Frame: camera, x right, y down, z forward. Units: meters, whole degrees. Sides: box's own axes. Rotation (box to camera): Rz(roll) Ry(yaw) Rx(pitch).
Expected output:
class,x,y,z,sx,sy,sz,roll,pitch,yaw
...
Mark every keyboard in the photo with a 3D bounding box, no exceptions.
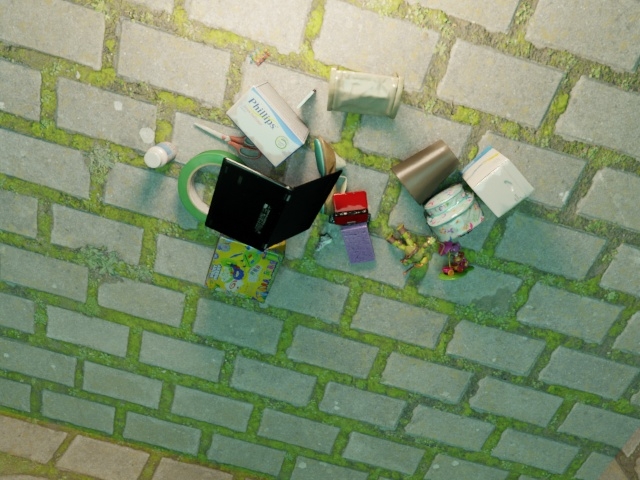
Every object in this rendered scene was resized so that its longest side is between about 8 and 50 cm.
class,x,y,z,sx,sy,sz,roll,pitch,yaw
keyboard,0.130,-0.108,1.969,0.180,0.023,0.108,10,114,-1

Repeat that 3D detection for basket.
class,x,y,z,sx,sy,sz,roll,pitch,yaw
basket,0.432,-0.287,1.806,0.227,0.154,0.204,-39,107,14

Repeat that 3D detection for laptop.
class,x,y,z,sx,sy,sz,roll,pitch,yaw
laptop,-0.188,-0.164,1.745,0.407,0.236,0.382,24,137,-7

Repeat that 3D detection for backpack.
class,x,y,z,sx,sy,sz,roll,pitch,yaw
backpack,0.535,-0.111,1.815,0.225,0.253,0.191,-31,108,17

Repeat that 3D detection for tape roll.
class,x,y,z,sx,sy,sz,roll,pitch,yaw
tape roll,-0.446,-0.225,1.927,0.321,0.077,0.322,2,114,4

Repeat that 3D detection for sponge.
class,x,y,z,sx,sy,sz,roll,pitch,yaw
sponge,0.168,0.016,1.985,0.117,0.031,0.210,-11,130,10

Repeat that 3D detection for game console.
class,x,y,z,sx,sy,sz,roll,pitch,yaw
game console,0.125,-0.135,1.885,0.143,0.085,0.124,-6,153,-1

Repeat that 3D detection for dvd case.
class,x,y,z,sx,sy,sz,roll,pitch,yaw
dvd case,-0.054,-0.551,1.734,0.087,0.119,0.013,-41,105,20

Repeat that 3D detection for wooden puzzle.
class,x,y,z,sx,sy,sz,roll,pitch,yaw
wooden puzzle,-0.240,-0.716,1.736,0.083,0.006,0.049,-37,106,18

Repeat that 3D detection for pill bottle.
class,x,y,z,sx,sy,sz,roll,pitch,yaw
pill bottle,-0.661,-0.350,1.840,0.087,0.160,0.087,1,113,3

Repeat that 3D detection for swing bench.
class,x,y,z,sx,sy,sz,roll,pitch,yaw
swing bench,0.158,-0.544,1.650,0.253,0.255,0.165,8,114,1

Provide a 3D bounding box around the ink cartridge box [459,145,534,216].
class,x,y,z,sx,sy,sz,roll,pitch,yaw
ink cartridge box,0.686,-0.235,1.761,0.171,0.233,0.168,43,109,-14

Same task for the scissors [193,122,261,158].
class,x,y,z,sx,sy,sz,roll,pitch,yaw
scissors,-0.389,-0.415,1.870,0.296,0.021,0.109,11,116,-3

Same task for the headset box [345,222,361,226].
class,x,y,z,sx,sy,sz,roll,pitch,yaw
headset box,0.149,-0.087,1.948,0.062,0.032,0.083,16,121,-5

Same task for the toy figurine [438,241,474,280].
class,x,y,z,sx,sy,sz,roll,pitch,yaw
toy figurine,0.591,0.073,1.981,0.173,0.130,0.159,-17,103,-12

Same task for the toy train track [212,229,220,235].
class,x,y,z,sx,sy,sz,roll,pitch,yaw
toy train track,-0.456,-0.031,2.046,0.083,0.014,0.048,25,113,-7

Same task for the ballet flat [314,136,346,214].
class,x,y,z,sx,sy,sz,roll,pitch,yaw
ballet flat,0.048,-0.270,1.866,0.124,0.116,0.343,-11,114,-13

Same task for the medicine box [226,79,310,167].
class,x,y,z,sx,sy,sz,roll,pitch,yaw
medicine box,-0.187,-0.448,1.695,0.149,0.289,0.263,-38,106,18

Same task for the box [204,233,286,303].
class,x,y,z,sx,sy,sz,roll,pitch,yaw
box,-0.329,0.086,1.957,0.279,0.177,0.290,18,123,-14

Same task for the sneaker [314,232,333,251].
class,x,y,z,sx,sy,sz,roll,pitch,yaw
sneaker,0.000,0.000,2.019,0.098,0.038,0.069,-36,105,7

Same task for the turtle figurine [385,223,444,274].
class,x,y,z,sx,sy,sz,roll,pitch,yaw
turtle figurine,0.392,0.046,1.970,0.217,0.087,0.269,42,135,-2
